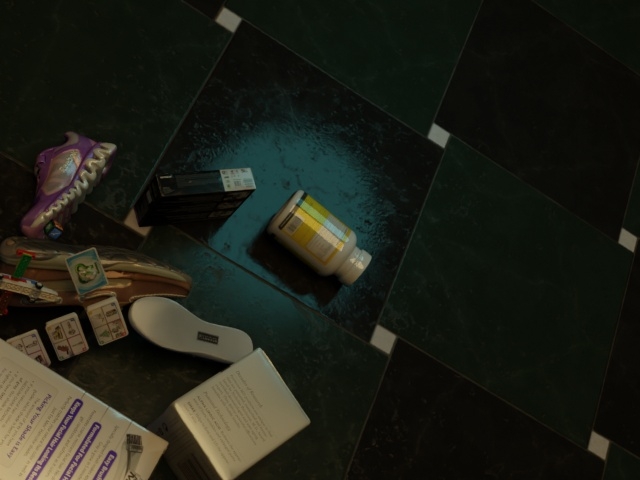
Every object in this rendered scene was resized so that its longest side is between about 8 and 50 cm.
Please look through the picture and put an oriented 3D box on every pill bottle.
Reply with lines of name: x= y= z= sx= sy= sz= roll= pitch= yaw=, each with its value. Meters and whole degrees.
pill bottle: x=0.000 y=0.000 z=1.977 sx=0.184 sy=0.103 sz=0.103 roll=39 pitch=55 yaw=-7

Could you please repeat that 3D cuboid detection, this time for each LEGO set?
LEGO set: x=-0.415 y=0.078 z=1.652 sx=0.182 sy=0.244 sz=0.060 roll=-22 pitch=39 yaw=-12

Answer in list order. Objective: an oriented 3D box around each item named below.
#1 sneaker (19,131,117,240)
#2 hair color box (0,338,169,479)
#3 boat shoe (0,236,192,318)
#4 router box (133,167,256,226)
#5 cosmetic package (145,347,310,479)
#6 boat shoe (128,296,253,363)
sneaker: x=-0.442 y=-0.097 z=1.806 sx=0.104 sy=0.095 sz=0.236 roll=32 pitch=51 yaw=-3
hair color box: x=-0.421 y=0.302 z=1.612 sx=0.339 sy=0.110 sz=0.185 roll=34 pitch=55 yaw=-8
boat shoe: x=-0.368 y=0.071 z=1.758 sx=0.324 sy=0.123 sz=0.116 roll=9 pitch=97 yaw=-28
router box: x=-0.219 y=-0.075 z=1.879 sx=0.179 sy=0.133 sz=0.046 roll=-6 pitch=71 yaw=-30
cosmetic package: x=-0.149 y=0.296 z=1.729 sx=0.183 sy=0.151 sz=0.151 roll=-31 pitch=83 yaw=-36
boat shoe: x=-0.223 y=0.154 z=1.795 sx=0.228 sy=0.076 sz=0.080 roll=19 pitch=69 yaw=-29
